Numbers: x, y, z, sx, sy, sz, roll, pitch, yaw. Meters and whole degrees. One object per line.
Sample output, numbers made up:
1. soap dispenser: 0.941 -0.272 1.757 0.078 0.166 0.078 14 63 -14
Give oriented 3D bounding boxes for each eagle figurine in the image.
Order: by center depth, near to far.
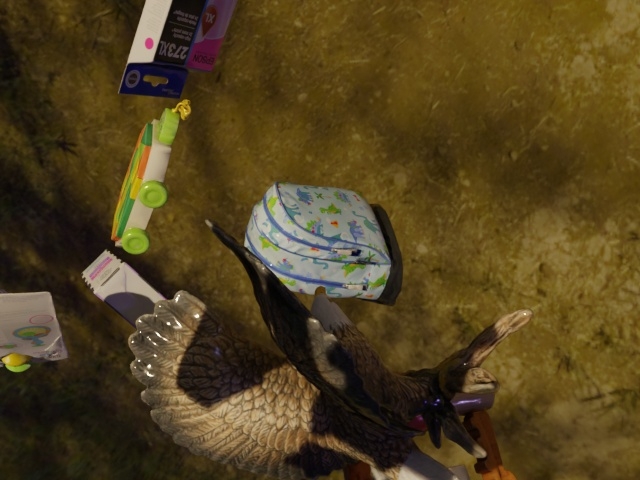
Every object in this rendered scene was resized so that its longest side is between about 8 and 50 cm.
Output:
1. eagle figurine: 0.001 0.118 0.518 0.298 0.227 0.225 14 -173 -32

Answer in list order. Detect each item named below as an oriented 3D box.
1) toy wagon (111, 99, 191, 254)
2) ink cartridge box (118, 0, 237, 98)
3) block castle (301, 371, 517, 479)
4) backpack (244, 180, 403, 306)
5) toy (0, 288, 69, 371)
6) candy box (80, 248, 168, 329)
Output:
1. toy wagon: -0.359 -0.148 1.237 0.068 0.267 0.344 15 121 -24
2. ink cartridge box: -0.239 -0.426 1.083 0.069 0.175 0.371 35 112 18
3. block castle: 0.083 0.382 0.862 0.212 0.303 0.453 -1 152 -26
4. backpack: 0.000 0.000 1.369 0.355 0.290 0.273 -2 136 -12
5. toy: -0.414 0.106 0.772 0.136 0.056 0.237 -4 149 -20
6. candy box: -0.325 0.103 1.033 0.165 0.070 0.196 48 163 -24
